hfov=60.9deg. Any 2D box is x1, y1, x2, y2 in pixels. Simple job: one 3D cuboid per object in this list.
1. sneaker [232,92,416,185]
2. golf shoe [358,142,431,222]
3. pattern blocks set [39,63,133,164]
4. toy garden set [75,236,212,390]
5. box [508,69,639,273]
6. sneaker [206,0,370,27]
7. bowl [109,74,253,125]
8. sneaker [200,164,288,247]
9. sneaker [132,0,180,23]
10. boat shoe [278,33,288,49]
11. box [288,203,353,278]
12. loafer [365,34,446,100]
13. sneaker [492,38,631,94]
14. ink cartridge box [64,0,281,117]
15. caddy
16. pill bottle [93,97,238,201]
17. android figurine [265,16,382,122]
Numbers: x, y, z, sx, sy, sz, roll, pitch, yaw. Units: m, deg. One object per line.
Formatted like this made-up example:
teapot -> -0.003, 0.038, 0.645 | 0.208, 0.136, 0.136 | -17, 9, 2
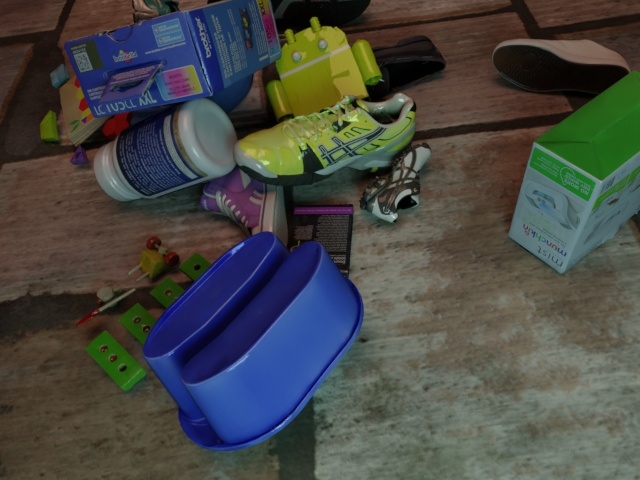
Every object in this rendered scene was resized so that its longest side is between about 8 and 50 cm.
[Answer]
sneaker -> 0.014, -0.209, 1.045 | 0.385, 0.147, 0.145 | -15, 52, -27
golf shoe -> 0.166, -0.108, 1.059 | 0.094, 0.077, 0.198 | 40, 69, 16
pattern blocks set -> -0.546, -0.322, 1.274 | 0.286, 0.026, 0.324 | -23, 65, 19
toy garden set -> -0.298, 0.115, 0.952 | 0.204, 0.049, 0.244 | 34, 64, 27
box -> 0.466, -0.109, 0.909 | 0.262, 0.231, 0.127 | -34, 56, -18
sneaker -> -0.080, -0.722, 1.507 | 0.448, 0.169, 0.257 | -1, 53, 10
bowl -> -0.367, -0.418, 1.364 | 0.392, 0.077, 0.391 | -4, 51, 4
sneaker -> -0.149, -0.049, 1.036 | 0.161, 0.102, 0.282 | -12, 41, 2
sneaker -> -0.440, -0.629, 1.503 | 0.110, 0.107, 0.275 | 5, 28, -8
boat shoe -> -0.092, -0.517, 1.426 | 0.137, 0.049, 0.043 | 11, 52, 22
box -> 0.000, 0.000, 1.014 | 0.116, 0.029, 0.162 | 0, 51, 9
loafer -> 0.154, -0.385, 1.254 | 0.303, 0.109, 0.095 | -28, 59, -17
sneaker -> 0.535, -0.400, 1.226 | 0.290, 0.105, 0.123 | 16, 46, 10
ink cartridge box -> -0.277, -0.357, 1.041 | 0.270, 0.151, 0.395 | -4, 25, 23
caddy -> -0.089, 0.145, 0.820 | 0.241, 0.179, 0.341 | 14, 52, 45
pill bottle -> -0.306, -0.167, 1.065 | 0.265, 0.153, 0.153 | -14, 47, 28
android figurine -> 0.002, -0.351, 1.185 | 0.248, 0.056, 0.272 | -20, 83, 11
